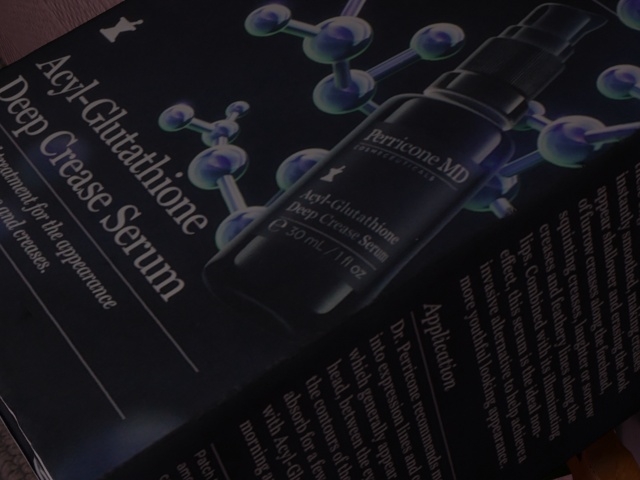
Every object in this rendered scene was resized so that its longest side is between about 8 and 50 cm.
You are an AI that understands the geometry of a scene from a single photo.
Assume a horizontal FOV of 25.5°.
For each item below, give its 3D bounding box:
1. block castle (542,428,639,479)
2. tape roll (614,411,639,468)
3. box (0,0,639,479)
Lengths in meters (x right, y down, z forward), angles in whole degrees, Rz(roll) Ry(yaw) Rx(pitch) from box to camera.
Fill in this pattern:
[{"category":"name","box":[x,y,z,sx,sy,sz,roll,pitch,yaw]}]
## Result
[{"category":"block castle","box":[0.042,0.148,0.946,0.213,0.303,0.453,82,171,-48]},{"category":"tape roll","box":[0.272,0.148,0.850,0.219,0.072,0.219,52,166,19]},{"category":"box","box":[0.000,0.000,0.777,0.293,0.395,0.212,44,160,41]}]
